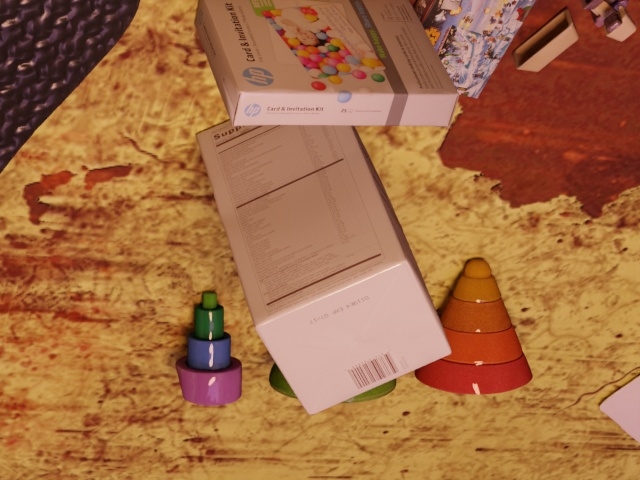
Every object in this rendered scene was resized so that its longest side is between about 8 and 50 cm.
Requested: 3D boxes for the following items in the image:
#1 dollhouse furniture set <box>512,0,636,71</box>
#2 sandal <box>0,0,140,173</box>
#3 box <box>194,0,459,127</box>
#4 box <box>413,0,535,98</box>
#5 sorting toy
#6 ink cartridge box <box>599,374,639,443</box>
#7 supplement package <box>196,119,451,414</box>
[{"bbox_3d":[0.200,-0.194,1.535,0.114,0.091,0.081,-39,119,23],"label":"dollhouse furniture set"},{"bbox_3d":[-0.330,-0.097,1.425,0.446,0.107,0.167,-41,133,3],"label":"sandal"},{"bbox_3d":[0.003,-0.149,1.449,0.186,0.145,0.038,-2,131,-18],"label":"box"},{"bbox_3d":[0.125,-0.190,1.539,0.094,0.027,0.137,8,129,-29],"label":"box"},{"bbox_3d":[0.037,0.085,1.752,0.365,0.127,0.126,-2,105,-15],"label":"sorting toy"},{"bbox_3d":[0.514,0.166,1.972,0.353,0.119,0.207,-37,135,16],"label":"ink cartridge box"},{"bbox_3d":[0.000,0.000,1.523,0.139,0.244,0.134,-23,136,5],"label":"supplement package"}]
